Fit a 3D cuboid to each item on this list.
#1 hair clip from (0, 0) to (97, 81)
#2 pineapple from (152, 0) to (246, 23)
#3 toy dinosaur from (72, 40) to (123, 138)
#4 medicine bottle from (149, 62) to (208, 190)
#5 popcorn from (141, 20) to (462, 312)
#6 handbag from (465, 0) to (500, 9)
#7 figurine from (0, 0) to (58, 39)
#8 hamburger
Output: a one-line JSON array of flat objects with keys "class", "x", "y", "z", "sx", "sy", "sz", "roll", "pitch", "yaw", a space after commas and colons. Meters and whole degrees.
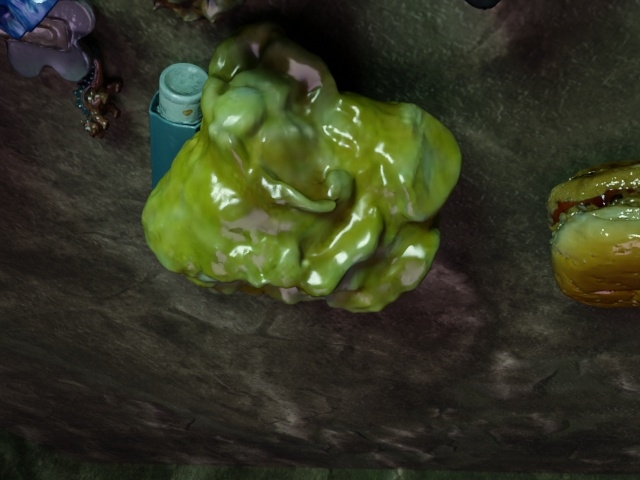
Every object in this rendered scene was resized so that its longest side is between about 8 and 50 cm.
[{"class": "hair clip", "x": -0.386, "y": -0.258, "z": 0.749, "sx": 0.257, "sy": 0.075, "sz": 0.146, "roll": 6, "pitch": 131, "yaw": -8}, {"class": "pineapple", "x": -0.187, "y": -0.298, "z": 0.456, "sx": 0.341, "sy": 0.169, "sz": 0.169, "roll": 26, "pitch": 143, "yaw": -24}, {"class": "toy dinosaur", "x": -0.292, "y": -0.191, "z": 0.849, "sx": 0.055, "sy": 0.049, "sz": 0.154, "roll": 23, "pitch": 137, "yaw": 5}, {"class": "medicine bottle", "x": -0.172, "y": -0.125, "z": 0.894, "sx": 0.124, "sy": 0.079, "sz": 0.258, "roll": 14, "pitch": 147, "yaw": -2}, {"class": "popcorn", "x": -0.016, "y": -0.064, "z": 0.791, "sx": 0.334, "sy": 0.292, "sz": 0.294, "roll": 21, "pitch": 158, "yaw": -31}, {"class": "handbag", "x": 0.147, "y": -0.354, "z": 0.413, "sx": 0.288, "sy": 0.152, "sz": 0.342, "roll": -25, "pitch": 140, "yaw": 25}, {"class": "figurine", "x": -0.366, "y": -0.293, "z": 0.601, "sx": 0.262, "sy": 0.120, "sz": 0.164, "roll": 37, "pitch": 148, "yaw": -18}, {"class": "hamburger", "x": 0.421, "y": 0.000, "z": 0.874, "sx": 0.245, "sy": 0.163, "sz": 0.244, "roll": 4, "pitch": 148, "yaw": 3}]
